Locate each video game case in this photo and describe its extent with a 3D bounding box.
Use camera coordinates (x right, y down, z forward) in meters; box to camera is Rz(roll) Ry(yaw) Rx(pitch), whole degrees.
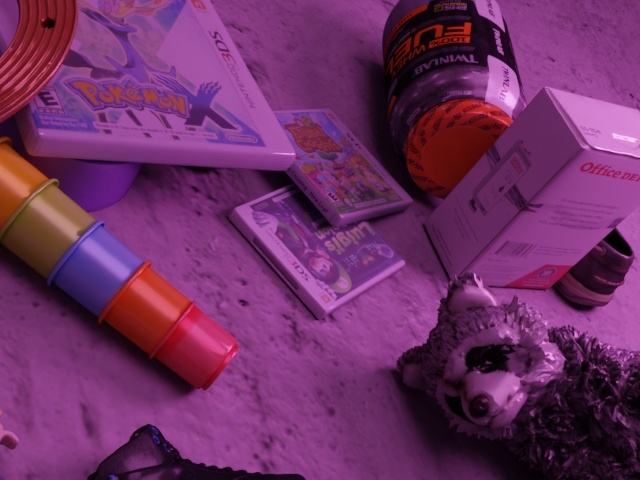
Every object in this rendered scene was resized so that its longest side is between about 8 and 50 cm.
[{"bbox_3d":[-0.219,-0.205,1.136,0.329,0.036,0.300,0,50,-40],"label":"video game case"},{"bbox_3d":[0.000,0.000,1.248,0.173,0.022,0.190,48,38,12],"label":"video game case"},{"bbox_3d":[0.015,-0.106,1.339,0.193,0.023,0.212,49,28,15],"label":"video game case"}]

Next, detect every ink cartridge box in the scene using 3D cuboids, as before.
[{"bbox_3d":[0.314,-0.062,1.355,0.207,0.283,0.117,6,48,-36],"label":"ink cartridge box"}]

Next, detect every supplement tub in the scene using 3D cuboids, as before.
[{"bbox_3d":[0.202,-0.230,1.504,0.207,0.207,0.338,22,39,-20],"label":"supplement tub"}]

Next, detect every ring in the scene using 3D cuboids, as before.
[{"bbox_3d":[-0.415,-0.211,1.001,0.337,0.032,0.336,1,57,-1],"label":"ring"}]

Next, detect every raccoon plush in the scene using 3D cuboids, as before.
[{"bbox_3d":[0.279,0.180,1.228,0.299,0.216,0.446,35,5,18],"label":"raccoon plush"}]

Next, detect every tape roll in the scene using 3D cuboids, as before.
[{"bbox_3d":[-0.284,-0.128,1.100,0.189,0.080,0.189,22,39,-19],"label":"tape roll"}]

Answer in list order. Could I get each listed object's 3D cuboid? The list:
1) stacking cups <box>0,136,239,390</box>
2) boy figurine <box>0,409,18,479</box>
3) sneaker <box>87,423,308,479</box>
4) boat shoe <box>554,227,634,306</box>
[{"bbox_3d":[-0.221,0.031,0.990,0.316,0.096,0.096,39,37,-6],"label":"stacking cups"},{"bbox_3d":[-0.329,0.159,0.754,0.285,0.092,0.177,49,38,15],"label":"boy figurine"},{"bbox_3d":[-0.110,0.213,0.886,0.217,0.079,0.121,-7,58,-42],"label":"sneaker"},{"bbox_3d":[0.382,-0.066,1.543,0.132,0.130,0.355,0,51,-40],"label":"boat shoe"}]
